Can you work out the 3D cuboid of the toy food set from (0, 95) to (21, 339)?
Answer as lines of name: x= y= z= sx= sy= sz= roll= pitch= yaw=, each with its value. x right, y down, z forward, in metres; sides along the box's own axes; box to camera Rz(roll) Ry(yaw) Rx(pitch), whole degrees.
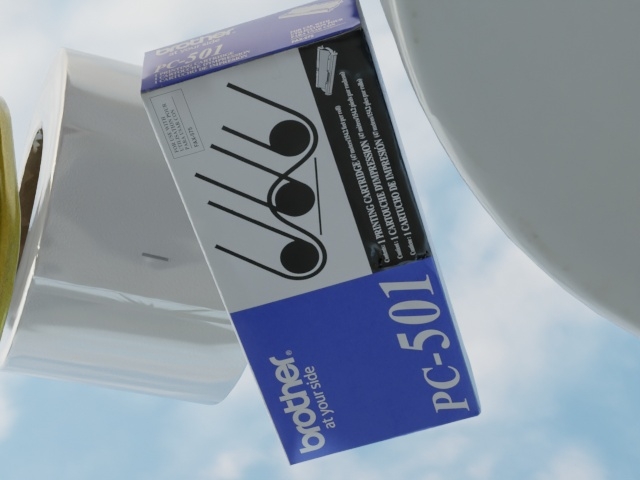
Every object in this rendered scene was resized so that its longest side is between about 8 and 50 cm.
toy food set: x=-0.178 y=-0.005 z=0.575 sx=0.128 sy=0.071 sz=0.218 roll=-57 pitch=-149 yaw=26

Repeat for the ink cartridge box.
ink cartridge box: x=0.000 y=0.000 z=0.646 sx=0.097 sy=0.207 sz=0.046 roll=-16 pitch=-150 yaw=5

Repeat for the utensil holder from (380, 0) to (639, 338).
utensil holder: x=0.164 y=-0.162 z=0.555 sx=0.328 sy=0.385 sz=0.327 roll=1 pitch=-70 yaw=1

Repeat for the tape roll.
tape roll: x=-0.141 y=-0.009 z=1.082 sx=0.169 sy=0.246 sz=0.246 roll=12 pitch=-99 yaw=-17
